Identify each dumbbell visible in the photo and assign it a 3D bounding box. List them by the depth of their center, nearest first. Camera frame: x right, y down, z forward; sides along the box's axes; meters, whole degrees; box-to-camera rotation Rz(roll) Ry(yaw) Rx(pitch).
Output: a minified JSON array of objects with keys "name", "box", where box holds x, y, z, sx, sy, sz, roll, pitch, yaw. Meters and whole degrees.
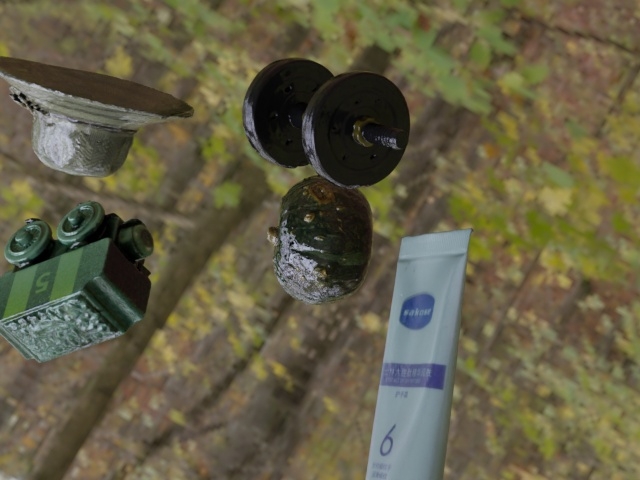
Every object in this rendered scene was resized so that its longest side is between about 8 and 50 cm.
[{"name":"dumbbell","box":[0.005,-0.148,1.745,0.143,0.143,0.325,34,173,-35]}]

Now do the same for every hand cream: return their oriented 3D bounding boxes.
[{"name":"hand cream","box":[0.078,0.151,1.176,0.067,0.320,0.109,14,170,-26]}]

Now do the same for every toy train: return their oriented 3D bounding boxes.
[{"name":"toy train","box":[-0.428,0.068,2.395,0.299,0.238,0.167,-21,130,23]}]

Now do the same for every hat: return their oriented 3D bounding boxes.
[{"name":"hat","box":[-0.273,-0.129,1.617,0.252,0.110,0.252,15,-170,-3]}]

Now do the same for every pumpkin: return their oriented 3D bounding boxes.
[{"name":"pumpkin","box":[0.000,0.000,1.964,0.146,0.190,0.190,2,-174,-23]}]
